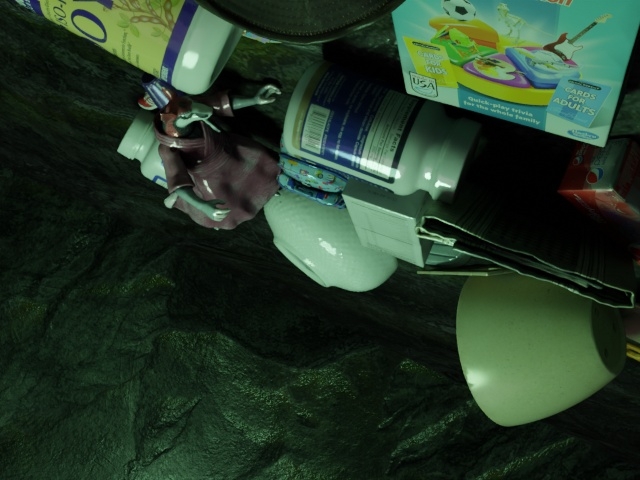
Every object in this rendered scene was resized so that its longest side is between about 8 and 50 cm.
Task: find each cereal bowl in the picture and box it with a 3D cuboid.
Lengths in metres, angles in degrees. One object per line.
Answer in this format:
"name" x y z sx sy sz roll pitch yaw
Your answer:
"cereal bowl" 0.000 0.000 1.630 0.339 0.141 0.339 39 170 8

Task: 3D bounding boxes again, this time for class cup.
"cup" 0.460 0.193 1.469 0.237 0.331 0.331 -17 140 40

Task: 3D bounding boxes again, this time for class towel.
"towel" 0.317 0.001 1.126 0.312 0.056 0.324 23 -160 14

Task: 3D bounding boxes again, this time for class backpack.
"backpack" -0.006 -0.131 1.320 0.158 0.116 0.173 23 -176 11

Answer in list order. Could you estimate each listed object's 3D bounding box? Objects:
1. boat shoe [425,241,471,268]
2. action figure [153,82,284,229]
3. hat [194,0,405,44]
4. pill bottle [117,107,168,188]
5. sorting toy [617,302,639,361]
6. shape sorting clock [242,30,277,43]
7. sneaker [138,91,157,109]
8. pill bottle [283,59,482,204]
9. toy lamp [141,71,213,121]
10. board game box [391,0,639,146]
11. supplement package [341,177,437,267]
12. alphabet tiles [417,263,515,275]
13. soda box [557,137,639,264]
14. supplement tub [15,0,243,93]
"boat shoe" 0.223 -0.005 1.531 0.094 0.109 0.302 20 -179 -33
"action figure" -0.209 -0.179 1.357 0.276 0.248 0.370 26 166 29
"hat" -0.052 -0.298 0.573 0.331 0.134 0.331 6 123 10
"pill bottle" -0.302 -0.180 1.642 0.272 0.152 0.152 30 165 -15
"sorting toy" 0.674 0.172 1.483 0.196 0.047 0.347 30 164 9
"shape sorting clock" -0.110 -0.339 1.000 0.206 0.040 0.206 23 165 6
"sneaker" -0.345 -0.301 1.507 0.118 0.042 0.067 4 160 36
"pill bottle" 0.092 -0.155 1.086 0.265 0.153 0.153 22 165 12
"toy lamp" -0.247 -0.249 1.466 0.080 0.080 0.275 14 163 36
"board game box" 0.200 -0.240 0.763 0.254 0.079 0.336 20 164 20
"supplement package" 0.142 -0.069 1.337 0.139 0.133 0.244 20 164 18
"alphabet tiles" 0.341 0.053 1.431 0.237 0.009 0.198 -4 -179 -31
"soda box" 0.454 -0.038 1.036 0.263 0.083 0.092 34 164 -29
"supplement tub" -0.224 -0.337 0.799 0.331 0.241 0.241 27 165 -8
